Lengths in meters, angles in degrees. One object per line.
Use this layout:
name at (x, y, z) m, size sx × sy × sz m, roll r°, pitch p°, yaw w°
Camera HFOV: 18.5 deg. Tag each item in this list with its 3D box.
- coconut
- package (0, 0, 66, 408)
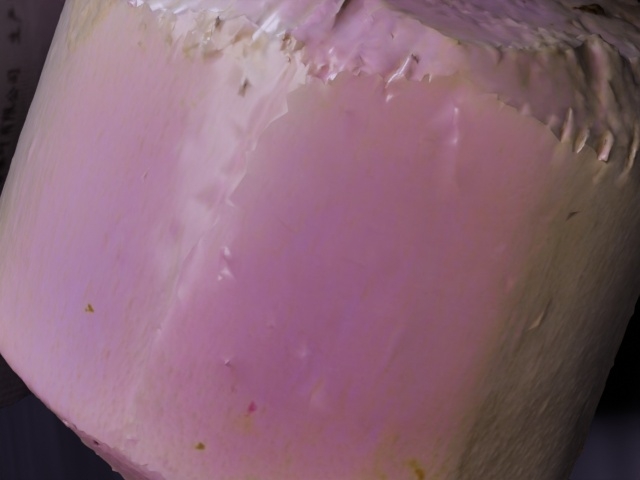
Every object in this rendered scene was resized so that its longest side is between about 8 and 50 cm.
coconut at (0.000, 0.000, 0.704) m, size 0.233 × 0.233 × 0.245 m, roll 35°, pitch 119°, yaw 28°
package at (-0.114, -0.048, 0.786) m, size 0.062 × 0.204 × 0.251 m, roll 15°, pitch 111°, yaw 36°
